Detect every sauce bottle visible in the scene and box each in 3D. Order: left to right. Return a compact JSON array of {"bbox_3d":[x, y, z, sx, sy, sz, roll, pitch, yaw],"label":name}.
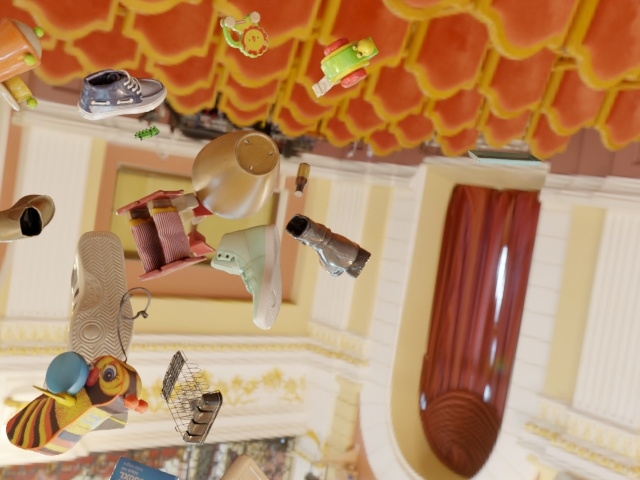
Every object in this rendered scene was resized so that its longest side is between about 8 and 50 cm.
[{"bbox_3d":[-0.060,-0.192,2.403,0.042,0.128,0.042,8,140,6],"label":"sauce bottle"}]

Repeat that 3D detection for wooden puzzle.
[{"bbox_3d":[-0.238,0.733,2.123,0.044,0.221,0.238,22,151,39],"label":"wooden puzzle"}]

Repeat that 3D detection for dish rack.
[{"bbox_3d":[-0.424,0.494,2.424,0.074,0.208,0.271,8,-151,-39],"label":"dish rack"}]

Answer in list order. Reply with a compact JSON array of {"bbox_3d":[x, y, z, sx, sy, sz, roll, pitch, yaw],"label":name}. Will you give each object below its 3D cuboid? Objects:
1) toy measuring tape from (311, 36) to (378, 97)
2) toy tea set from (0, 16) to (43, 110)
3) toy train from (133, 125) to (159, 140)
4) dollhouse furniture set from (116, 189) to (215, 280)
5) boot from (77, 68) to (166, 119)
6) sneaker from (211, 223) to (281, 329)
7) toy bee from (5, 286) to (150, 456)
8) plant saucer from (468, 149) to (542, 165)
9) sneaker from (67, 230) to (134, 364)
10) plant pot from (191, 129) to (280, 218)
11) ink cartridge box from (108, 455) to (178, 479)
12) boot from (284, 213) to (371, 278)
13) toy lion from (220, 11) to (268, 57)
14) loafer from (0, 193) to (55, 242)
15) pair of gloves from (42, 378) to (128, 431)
[{"bbox_3d":[0.030,-0.421,1.905,0.121,0.121,0.330,7,166,-26],"label":"toy measuring tape"},{"bbox_3d":[-0.611,-0.407,1.380,0.336,0.124,0.200,52,165,-3],"label":"toy tea set"},{"bbox_3d":[-0.423,-0.259,1.846,0.023,0.017,0.083,48,-144,3],"label":"toy train"},{"bbox_3d":[-0.367,-0.029,2.068,0.152,0.201,0.374,-21,179,22],"label":"dollhouse furniture set"},{"bbox_3d":[-0.372,-0.291,1.456,0.190,0.069,0.086,-28,162,-38],"label":"boot"},{"bbox_3d":[-0.170,0.088,1.705,0.151,0.256,0.094,-7,149,11],"label":"sneaker"},{"bbox_3d":[-0.351,0.234,1.171,0.162,0.298,0.195,39,-164,35],"label":"toy bee"},{"bbox_3d":[0.488,-0.217,2.005,0.192,0.018,0.067,2,-156,-18],"label":"plant saucer"},{"bbox_3d":[-0.462,0.156,1.590,0.131,0.350,0.148,6,144,-18],"label":"sneaker"},{"bbox_3d":[-0.200,-0.195,2.008,0.237,0.237,0.254,7,169,-20],"label":"plant pot"},{"bbox_3d":[-0.512,0.788,1.881,0.166,0.395,0.285,21,139,-1],"label":"ink cartridge box"},{"bbox_3d":[0.000,0.000,2.116,0.223,0.118,0.338,32,170,-11],"label":"boot"},{"bbox_3d":[-0.164,-0.452,1.677,0.100,0.096,0.034,-19,-163,-28],"label":"toy lion"},{"bbox_3d":[-0.405,-0.027,1.052,0.050,0.056,0.148,3,-160,9],"label":"loafer"},{"bbox_3d":[-0.590,0.407,1.908,0.204,0.240,0.042,-3,-138,-17],"label":"pair of gloves"}]
